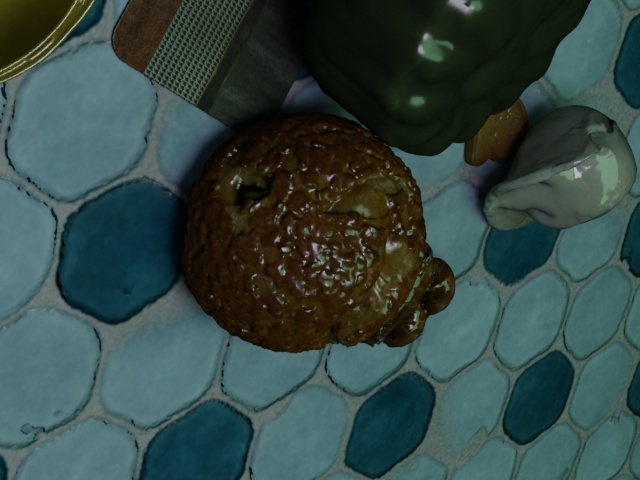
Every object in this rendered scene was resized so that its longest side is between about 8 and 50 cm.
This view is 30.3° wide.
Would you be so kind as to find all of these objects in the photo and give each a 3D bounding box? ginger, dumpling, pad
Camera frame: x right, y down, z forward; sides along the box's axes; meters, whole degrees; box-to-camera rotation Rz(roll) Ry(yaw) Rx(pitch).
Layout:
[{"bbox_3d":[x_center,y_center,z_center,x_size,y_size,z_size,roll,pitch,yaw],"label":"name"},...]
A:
[{"bbox_3d":[0.118,0.081,1.606,0.103,0.073,0.162,31,95,-32],"label":"ginger"},{"bbox_3d":[0.340,-0.077,1.671,0.227,0.175,0.243,-37,134,15],"label":"dumpling"},{"bbox_3d":[-0.054,-0.285,1.277,0.323,0.055,0.250,-49,137,12],"label":"pad"}]

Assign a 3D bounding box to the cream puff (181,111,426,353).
[{"bbox_3d":[0.000,0.000,1.358,0.303,0.212,0.303,-24,125,-38],"label":"cream puff"}]

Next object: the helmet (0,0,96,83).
[{"bbox_3d":[-0.306,-0.255,1.004,0.257,0.140,0.205,-43,134,-10],"label":"helmet"}]

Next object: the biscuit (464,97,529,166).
[{"bbox_3d":[0.240,-0.153,1.632,0.140,0.023,0.118,36,84,-46],"label":"biscuit"}]

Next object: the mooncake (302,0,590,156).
[{"bbox_3d":[0.156,-0.262,1.300,0.356,0.194,0.356,-43,160,-20],"label":"mooncake"}]
